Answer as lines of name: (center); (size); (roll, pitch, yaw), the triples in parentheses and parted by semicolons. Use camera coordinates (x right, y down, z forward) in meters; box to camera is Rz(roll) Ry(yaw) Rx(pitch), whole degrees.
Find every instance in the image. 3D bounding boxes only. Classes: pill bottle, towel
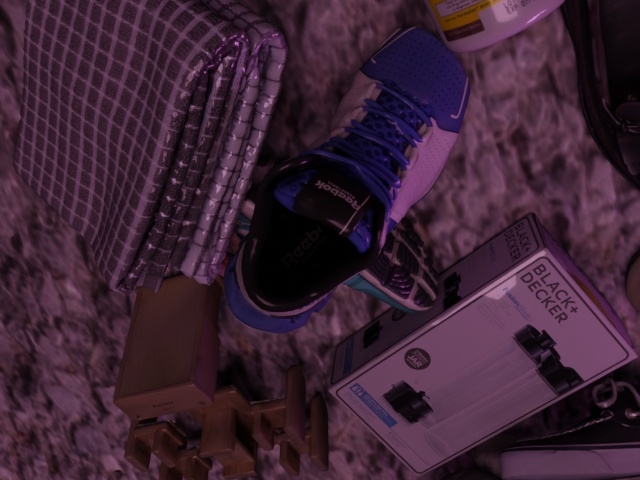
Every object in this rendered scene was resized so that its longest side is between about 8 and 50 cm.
pill bottle: (0.115, -0.276, 0.570); (0.117, 0.117, 0.215); (-24, 110, 18)
towel: (-0.179, -0.114, 0.643); (0.235, 0.121, 0.283); (37, 120, 24)

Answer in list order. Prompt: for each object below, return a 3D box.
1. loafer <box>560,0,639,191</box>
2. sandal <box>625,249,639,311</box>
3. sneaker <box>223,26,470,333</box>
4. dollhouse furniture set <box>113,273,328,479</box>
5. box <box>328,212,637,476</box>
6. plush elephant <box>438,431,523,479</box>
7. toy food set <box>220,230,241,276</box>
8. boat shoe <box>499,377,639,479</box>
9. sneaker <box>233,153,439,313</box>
loafer: (0.288, -0.149, 0.618); (0.109, 0.095, 0.302); (-24, 110, 18)
sandal: (0.440, 0.044, 0.646); (0.303, 0.086, 0.120); (0, 121, 43)
sneaker: (0.034, -0.049, 0.589); (0.127, 0.182, 0.315); (37, 83, -3)
dollhouse furniture set: (-0.128, 0.175, 0.835); (0.212, 0.161, 0.242); (-15, 135, 15)
box: (0.170, 0.123, 0.770); (0.290, 0.087, 0.169); (-37, 106, 21)
plush elephant: (0.192, 0.393, 0.825); (0.272, 0.255, 0.330); (-20, 157, -24)
toy food set: (-0.096, 0.026, 0.757); (0.078, 0.019, 0.122); (15, 151, 38)
boat shoe: (0.342, 0.203, 0.758); (0.306, 0.105, 0.113); (-9, 156, 2)
sneaker: (0.000, 0.000, 0.746); (0.275, 0.107, 0.110); (28, 135, -1)
